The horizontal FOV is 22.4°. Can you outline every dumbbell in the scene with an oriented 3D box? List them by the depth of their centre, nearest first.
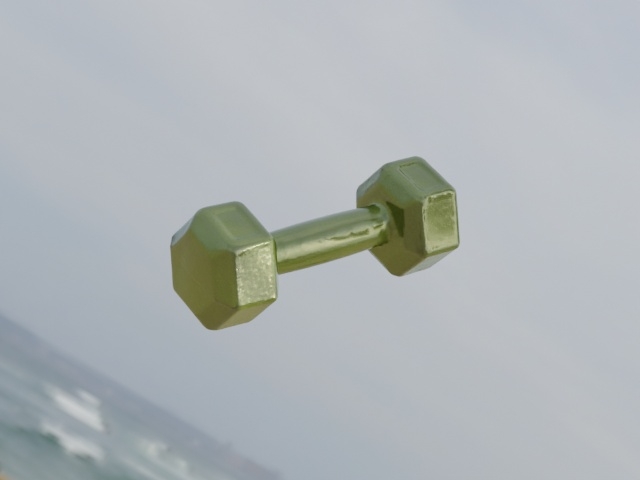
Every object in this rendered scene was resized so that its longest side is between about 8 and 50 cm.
[{"bbox_3d":[0.000,0.000,1.580,0.121,0.302,0.108,46,-43,34],"label":"dumbbell"}]
